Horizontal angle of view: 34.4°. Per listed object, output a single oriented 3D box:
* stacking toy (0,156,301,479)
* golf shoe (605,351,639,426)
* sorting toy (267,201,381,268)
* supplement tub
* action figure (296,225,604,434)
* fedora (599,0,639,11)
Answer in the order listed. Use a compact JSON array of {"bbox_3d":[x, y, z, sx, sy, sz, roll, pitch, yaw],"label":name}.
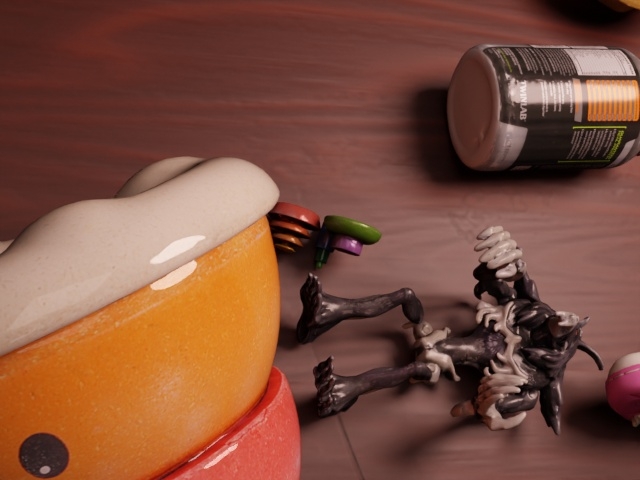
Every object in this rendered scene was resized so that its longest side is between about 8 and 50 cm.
[{"bbox_3d":[-0.110,0.210,0.691,0.350,0.350,0.480,-27,99,-23],"label":"stacking toy"},{"bbox_3d":[0.385,0.104,0.958,0.306,0.115,0.140,2,62,-23],"label":"golf shoe"},{"bbox_3d":[0.000,0.000,0.888,0.102,0.061,0.042,15,82,17],"label":"sorting toy"},{"bbox_3d":[0.225,-0.123,0.964,0.190,0.117,0.117,-2,74,-18],"label":"supplement tub"},{"bbox_3d":[0.127,0.083,0.858,0.276,0.141,0.164,-3,73,-15],"label":"action figure"},{"bbox_3d":[0.310,-0.303,1.068,0.194,0.079,0.194,6,66,-13],"label":"fedora"}]
